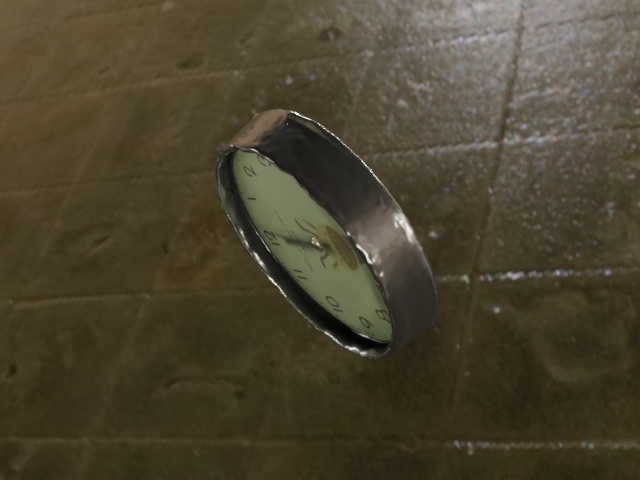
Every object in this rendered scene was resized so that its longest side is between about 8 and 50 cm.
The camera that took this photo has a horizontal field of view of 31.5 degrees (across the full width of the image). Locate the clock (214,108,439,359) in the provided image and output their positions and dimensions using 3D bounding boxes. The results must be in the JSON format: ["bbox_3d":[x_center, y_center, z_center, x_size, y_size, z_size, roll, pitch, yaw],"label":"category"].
[{"bbox_3d":[0.000,0.000,0.751,0.040,0.184,0.184,-38,42,-22],"label":"clock"}]
